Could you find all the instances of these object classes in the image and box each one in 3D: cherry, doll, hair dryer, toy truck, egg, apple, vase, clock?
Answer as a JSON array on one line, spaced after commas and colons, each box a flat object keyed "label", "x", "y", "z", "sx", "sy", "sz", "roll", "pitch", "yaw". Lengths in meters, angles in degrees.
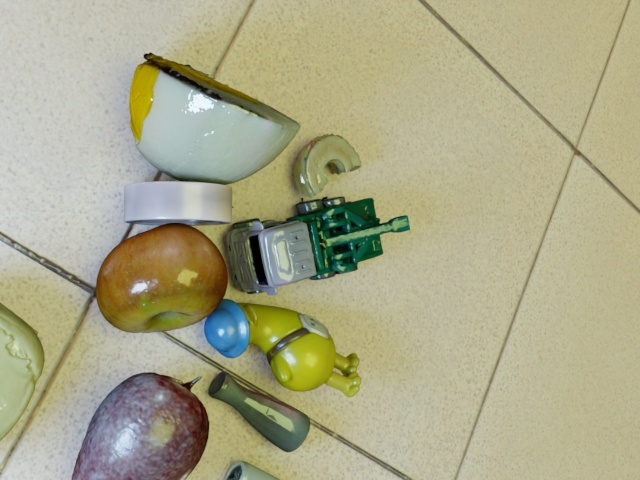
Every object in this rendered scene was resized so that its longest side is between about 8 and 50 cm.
[{"label": "cherry", "x": -0.313, "y": 0.350, "z": 1.701, "sx": 0.203, "sy": 0.230, "sz": 0.300, "roll": 46, "pitch": 77, "yaw": -10}, {"label": "doll", "x": -0.082, "y": 0.203, "z": 1.949, "sx": 0.363, "sy": 0.145, "sz": 0.199, "roll": 28, "pitch": 31, "yaw": -23}, {"label": "hair dryer", "x": -0.162, "y": 0.562, "z": 1.906, "sx": 0.131, "sy": 0.073, "sz": 0.236, "roll": 35, "pitch": 77, "yaw": -28}, {"label": "toy truck", "x": -0.006, "y": 0.001, "z": 1.980, "sx": 0.363, "sy": 0.178, "sz": 0.176, "roll": -15, "pitch": 96, "yaw": -33}, {"label": "egg", "x": -0.214, "y": -0.200, "z": 1.787, "sx": 0.337, "sy": 0.337, "sz": 0.201, "roll": 16, "pitch": 106, "yaw": -35}, {"label": "apple", "x": -0.287, "y": 0.066, "z": 1.748, "sx": 0.235, "sy": 0.210, "sz": 0.173, "roll": -9, "pitch": 69, "yaw": -13}, {"label": "vase", "x": -0.125, "y": 0.336, "z": 1.932, "sx": 0.214, "sy": 0.086, "sz": 0.086, "roll": 37, "pitch": 67, "yaw": -24}, {"label": "clock", "x": -0.260, "y": -0.065, "z": 1.780, "sx": 0.197, "sy": 0.197, "sz": 0.068, "roll": 2, "pitch": 87, "yaw": -36}]

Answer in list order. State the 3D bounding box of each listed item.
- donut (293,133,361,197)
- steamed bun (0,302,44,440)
[{"label": "donut", "x": 0.003, "y": -0.168, "z": 2.062, "sx": 0.166, "sy": 0.065, "sz": 0.108, "roll": -32, "pitch": 106, "yaw": -32}, {"label": "steamed bun", "x": -0.587, "y": 0.218, "z": 1.548, "sx": 0.232, "sy": 0.166, "sz": 0.273, "roll": 44, "pitch": 68, "yaw": -40}]
